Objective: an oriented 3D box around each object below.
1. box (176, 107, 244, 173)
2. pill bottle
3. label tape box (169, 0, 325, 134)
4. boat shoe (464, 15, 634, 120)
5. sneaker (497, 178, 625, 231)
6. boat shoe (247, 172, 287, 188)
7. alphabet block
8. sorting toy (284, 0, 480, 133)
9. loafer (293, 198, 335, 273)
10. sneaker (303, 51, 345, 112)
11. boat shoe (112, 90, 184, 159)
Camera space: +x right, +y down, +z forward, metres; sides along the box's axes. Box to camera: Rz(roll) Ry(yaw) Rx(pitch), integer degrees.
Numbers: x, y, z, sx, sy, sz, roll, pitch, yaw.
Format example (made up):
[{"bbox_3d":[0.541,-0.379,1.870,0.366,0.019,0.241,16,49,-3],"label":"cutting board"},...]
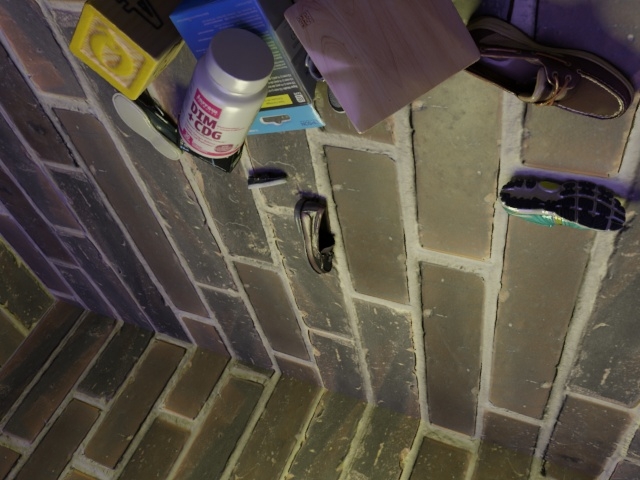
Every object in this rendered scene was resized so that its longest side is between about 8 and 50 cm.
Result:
[{"bbox_3d":[-0.309,-0.295,1.671,0.180,0.077,0.147,28,146,0],"label":"box"},{"bbox_3d":[-0.209,-0.316,1.294,0.160,0.160,0.283,33,147,-7],"label":"pill bottle"},{"bbox_3d":[-0.143,-0.416,1.361,0.249,0.115,0.347,2,141,35],"label":"label tape box"},{"bbox_3d":[0.412,-0.298,1.107,0.342,0.123,0.123,27,147,1],"label":"boat shoe"},{"bbox_3d":[0.551,-0.077,1.356,0.276,0.106,0.110,16,164,26],"label":"sneaker"},{"bbox_3d":[-0.162,-0.179,1.751,0.142,0.049,0.040,-5,96,33],"label":"boat shoe"},{"bbox_3d":[-0.438,-0.491,1.392,0.193,0.197,0.192,38,146,-15],"label":"alphabet block"},{"bbox_3d":[0.112,-0.376,1.079,0.256,0.089,0.257,-31,105,13],"label":"sorting toy"},{"bbox_3d":[0.000,0.000,1.826,0.095,0.109,0.302,5,138,24],"label":"loafer"},{"bbox_3d":[0.030,-0.360,1.257,0.101,0.153,0.268,40,147,15],"label":"sneaker"},{"bbox_3d":[-0.491,-0.348,1.729,0.254,0.079,0.095,42,142,-25],"label":"boat shoe"}]
